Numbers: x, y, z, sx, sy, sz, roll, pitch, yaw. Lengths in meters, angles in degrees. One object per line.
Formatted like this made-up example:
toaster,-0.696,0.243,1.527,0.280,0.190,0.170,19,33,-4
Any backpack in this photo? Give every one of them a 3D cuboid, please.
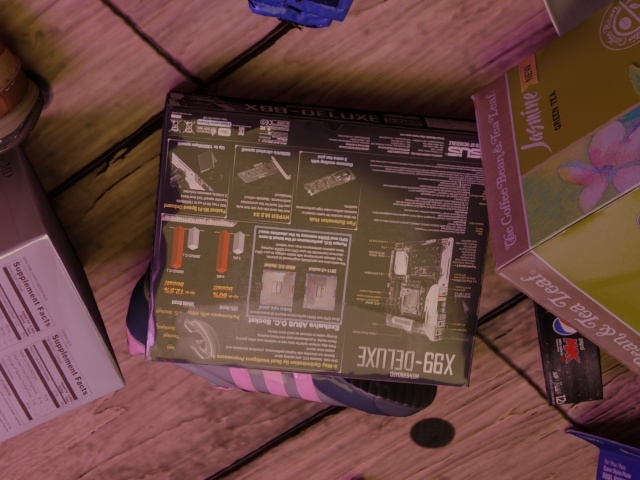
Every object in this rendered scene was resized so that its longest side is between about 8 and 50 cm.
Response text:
backpack,-0.030,-0.235,1.599,0.120,0.098,0.101,15,133,-14

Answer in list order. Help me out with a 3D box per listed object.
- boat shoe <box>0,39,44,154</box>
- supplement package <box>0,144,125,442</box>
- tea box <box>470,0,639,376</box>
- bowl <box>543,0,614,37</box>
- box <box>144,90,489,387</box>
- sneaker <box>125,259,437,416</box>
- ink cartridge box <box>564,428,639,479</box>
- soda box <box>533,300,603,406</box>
boat shoe,-0.414,-0.113,1.705,0.324,0.122,0.120,-18,124,5
supplement package,-0.352,0.064,1.751,0.262,0.199,0.198,-24,129,-3
tea box,0.358,-0.050,1.629,0.323,0.220,0.329,-33,131,29
bowl,0.257,-0.237,1.625,0.142,0.053,0.142,-16,128,14
box,0.000,0.000,1.752,0.307,0.076,0.242,4,104,-4
sneaker,-0.043,0.110,1.905,0.319,0.112,0.131,24,137,-11
ink cartridge box,0.385,0.269,1.979,0.224,0.223,0.045,26,84,-19
soda box,0.247,0.088,1.908,0.060,0.053,0.169,-8,131,6
